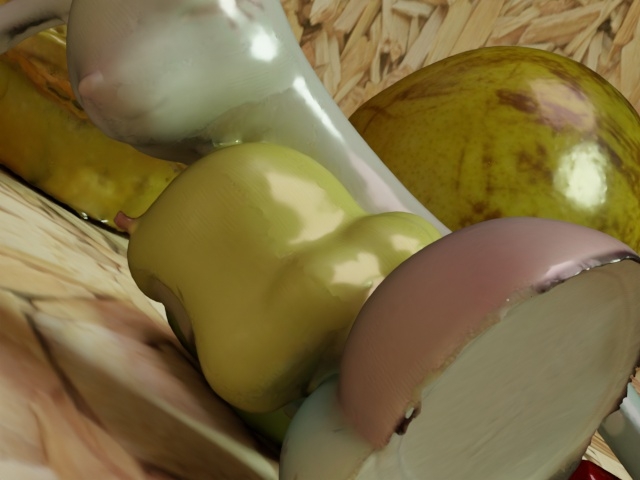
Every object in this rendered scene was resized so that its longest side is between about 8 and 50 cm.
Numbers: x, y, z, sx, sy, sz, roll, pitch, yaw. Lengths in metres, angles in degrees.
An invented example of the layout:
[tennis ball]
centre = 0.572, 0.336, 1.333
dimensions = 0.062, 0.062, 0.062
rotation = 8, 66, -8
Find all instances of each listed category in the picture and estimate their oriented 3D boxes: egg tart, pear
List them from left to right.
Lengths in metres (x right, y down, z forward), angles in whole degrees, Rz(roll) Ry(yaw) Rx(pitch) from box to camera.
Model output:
[egg tart]
centre = -0.139, -0.084, 1.085
dimensions = 0.288, 0.118, 0.288
rotation = 29, 3, -2
[pear]
centre = 0.137, -0.024, 1.373
dimensions = 0.280, 0.281, 0.281
rotation = 31, 4, -2

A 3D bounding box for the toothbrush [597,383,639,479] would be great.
[toothbrush]
centre = 0.160, 0.137, 0.633
dimensions = 0.030, 0.025, 0.342
rotation = 22, 26, -36

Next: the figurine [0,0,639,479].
[figurine]
centre = -0.053, -0.048, 0.566
dimensions = 0.316, 0.206, 0.284
rotation = 46, 27, 25

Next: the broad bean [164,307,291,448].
[broad bean]
centre = -0.003, 0.045, 0.754
dimensions = 0.124, 0.082, 0.174
rotation = 29, 6, -19

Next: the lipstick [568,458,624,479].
[lipstick]
centre = 0.211, 0.188, 0.716
dimensions = 0.279, 0.073, 0.073
rotation = 30, 4, -8
